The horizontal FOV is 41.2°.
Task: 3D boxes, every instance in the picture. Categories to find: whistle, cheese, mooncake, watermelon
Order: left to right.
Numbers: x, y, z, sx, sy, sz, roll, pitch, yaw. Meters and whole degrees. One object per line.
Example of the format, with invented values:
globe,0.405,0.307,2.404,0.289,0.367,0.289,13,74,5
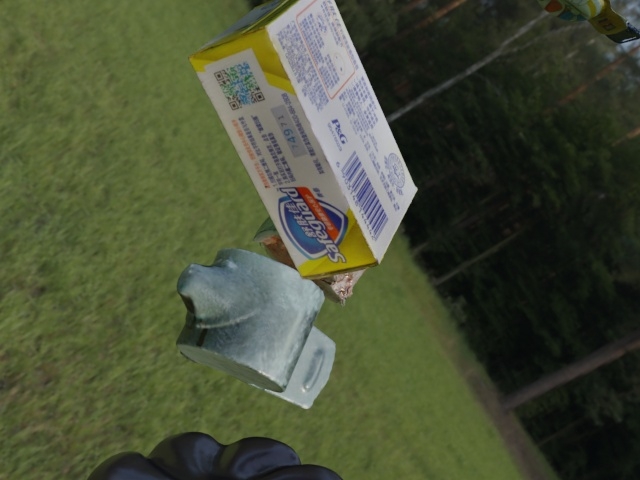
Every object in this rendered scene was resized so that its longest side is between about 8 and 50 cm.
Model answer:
mooncake,-0.102,0.298,0.797,0.306,0.306,0.154,-104,-156,-80
whistle,-0.099,0.153,1.389,0.188,0.168,0.405,18,-19,16
watermelon,0.000,0.000,1.556,0.305,0.224,0.180,65,3,-65
cheese,0.528,-0.477,1.711,0.270,0.069,0.177,28,-6,-16

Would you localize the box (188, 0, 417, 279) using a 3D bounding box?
box,-0.007,-0.113,0.881,0.265,0.097,0.168,63,32,-23
